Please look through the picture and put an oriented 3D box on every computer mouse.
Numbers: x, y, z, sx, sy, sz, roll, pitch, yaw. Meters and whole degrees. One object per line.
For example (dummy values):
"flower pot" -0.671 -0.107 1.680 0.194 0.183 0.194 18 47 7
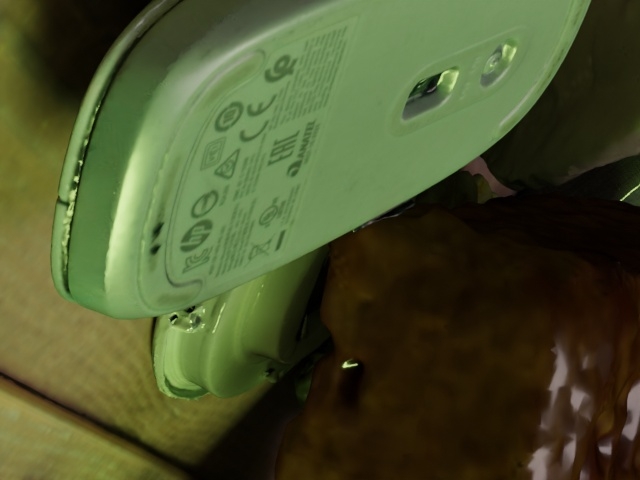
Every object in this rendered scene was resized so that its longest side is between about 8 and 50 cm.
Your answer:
"computer mouse" 0.000 -0.079 0.597 0.288 0.097 0.159 -26 151 -37

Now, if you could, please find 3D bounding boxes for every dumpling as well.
"dumpling" 0.221 -0.167 0.940 0.395 0.233 0.315 -49 -164 -33

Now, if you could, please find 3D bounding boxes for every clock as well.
"clock" 0.000 0.000 0.822 0.236 0.053 0.236 -47 162 -21

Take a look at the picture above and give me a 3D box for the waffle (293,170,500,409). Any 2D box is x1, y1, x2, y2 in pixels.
"waffle" 0.067 0.053 1.099 0.223 0.054 0.204 -57 164 2

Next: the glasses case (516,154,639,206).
"glasses case" 0.313 -0.093 1.274 0.323 0.074 0.131 -40 153 25

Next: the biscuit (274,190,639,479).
"biscuit" 0.122 0.144 0.873 0.395 0.166 0.342 -7 108 -60
